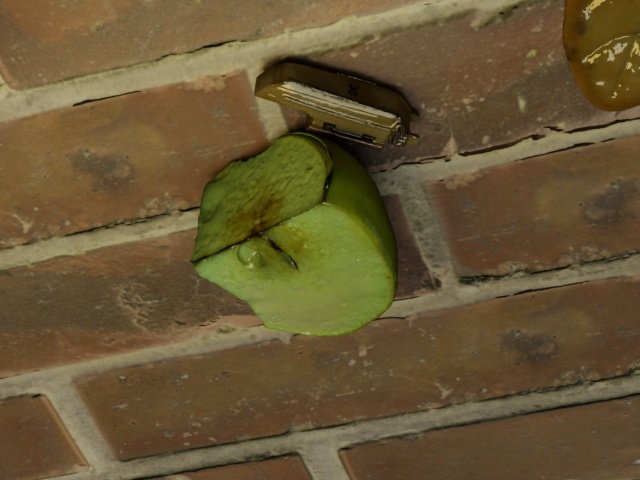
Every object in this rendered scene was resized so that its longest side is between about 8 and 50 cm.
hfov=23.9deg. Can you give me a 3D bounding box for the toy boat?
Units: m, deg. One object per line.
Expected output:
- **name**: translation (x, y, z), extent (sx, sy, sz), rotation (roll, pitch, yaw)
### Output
- **toy boat**: translation (0.022, -0.172, 1.987), extent (0.226, 0.068, 0.088), rotation (15, 139, -10)

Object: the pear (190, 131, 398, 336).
- **pear**: translation (0.000, 0.000, 2.071), extent (0.286, 0.176, 0.282), rotation (-25, 129, 34)

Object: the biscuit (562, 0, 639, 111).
- **biscuit**: translation (0.402, -0.267, 1.898), extent (0.203, 0.041, 0.260), rotation (12, 130, -7)
